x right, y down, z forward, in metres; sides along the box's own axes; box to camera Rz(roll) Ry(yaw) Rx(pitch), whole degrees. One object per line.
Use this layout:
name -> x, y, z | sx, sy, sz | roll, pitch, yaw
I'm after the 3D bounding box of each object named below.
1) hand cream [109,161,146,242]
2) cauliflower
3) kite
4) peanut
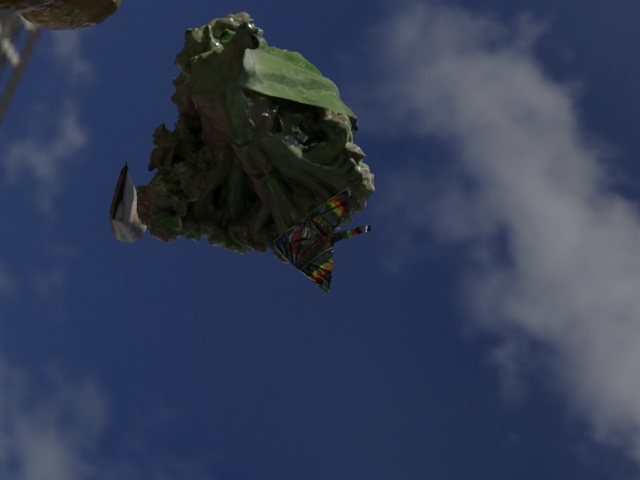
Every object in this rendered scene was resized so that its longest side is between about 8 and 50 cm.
hand cream -> -0.202, -0.033, 1.664 | 0.143, 0.039, 0.061 | 104, 1, -76
cauliflower -> -0.073, -0.119, 1.552 | 0.239, 0.315, 0.256 | -6, -115, 8
kite -> 0.000, 0.000, 1.344 | 0.090, 0.004, 0.122 | -10, -135, 19
peanut -> -0.243, -0.223, 1.369 | 0.082, 0.187, 0.082 | -1, -92, 28
